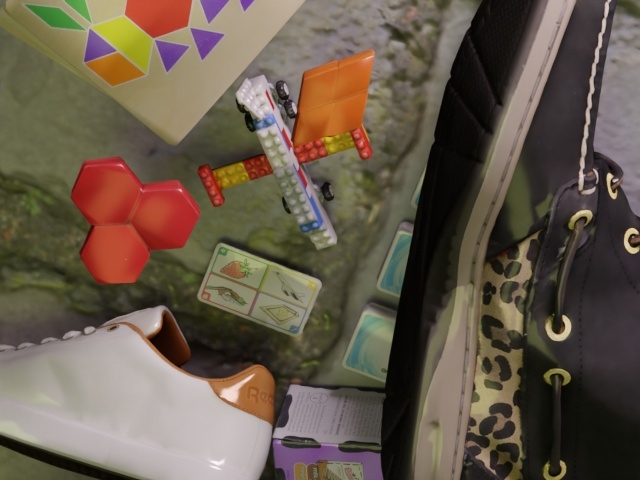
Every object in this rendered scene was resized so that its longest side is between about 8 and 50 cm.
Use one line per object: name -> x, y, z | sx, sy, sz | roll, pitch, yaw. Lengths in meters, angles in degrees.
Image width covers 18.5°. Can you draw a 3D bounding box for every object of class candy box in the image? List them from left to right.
candy box -> 0.072, 0.190, 1.370 | 0.196, 0.070, 0.165 | 3, 121, 9

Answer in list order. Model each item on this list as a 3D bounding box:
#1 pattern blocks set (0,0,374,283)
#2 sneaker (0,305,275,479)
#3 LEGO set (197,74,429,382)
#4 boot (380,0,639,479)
pattern blocks set -> -0.090, -0.157, 1.169 | 0.325, 0.026, 0.285 | -39, 105, 12
sneaker -> -0.162, 0.097, 1.358 | 0.290, 0.123, 0.106 | 14, 167, 17
LEGO set -> 0.000, 0.000, 1.278 | 0.244, 0.060, 0.182 | 21, 118, -3
boot -> 0.204, 0.015, 1.199 | 0.284, 0.138, 0.377 | 9, 106, -9
